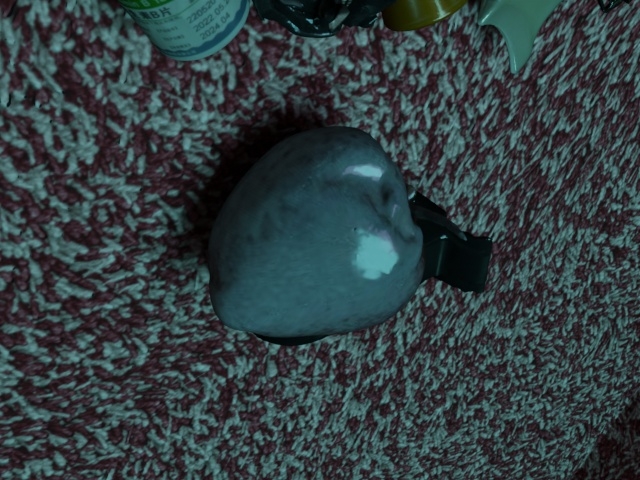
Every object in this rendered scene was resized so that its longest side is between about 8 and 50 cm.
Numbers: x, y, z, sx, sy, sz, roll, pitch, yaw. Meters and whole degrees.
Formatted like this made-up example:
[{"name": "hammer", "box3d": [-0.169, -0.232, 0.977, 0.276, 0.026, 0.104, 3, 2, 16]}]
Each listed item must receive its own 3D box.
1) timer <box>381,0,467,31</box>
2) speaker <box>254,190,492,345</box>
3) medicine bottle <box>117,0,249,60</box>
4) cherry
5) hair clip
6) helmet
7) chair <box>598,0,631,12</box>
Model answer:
[{"name": "timer", "box3d": [0.125, -0.390, 1.550, 0.132, 0.132, 0.152, -34, 120, -14]}, {"name": "speaker", "box3d": [0.080, 0.065, 1.883, 0.388, 0.184, 0.180, -26, 141, -22]}, {"name": "medicine bottle", "box3d": [-0.186, -0.323, 1.266, 0.139, 0.139, 0.237, -43, 146, -3]}, {"name": "cherry", "box3d": [-0.002, -0.010, 1.638, 0.334, 0.291, 0.326, -4, 130, -18]}, {"name": "hair clip", "box3d": [0.348, -0.423, 1.735, 0.282, 0.113, 0.172, -44, 145, 8]}, {"name": "helmet", "box3d": [0.000, -0.361, 1.391, 0.198, 0.154, 0.253, -26, 153, 17]}, {"name": "chair", "box3d": [0.518, -0.442, 1.878, 0.084, 0.101, 0.212, -45, 144, 1]}]
